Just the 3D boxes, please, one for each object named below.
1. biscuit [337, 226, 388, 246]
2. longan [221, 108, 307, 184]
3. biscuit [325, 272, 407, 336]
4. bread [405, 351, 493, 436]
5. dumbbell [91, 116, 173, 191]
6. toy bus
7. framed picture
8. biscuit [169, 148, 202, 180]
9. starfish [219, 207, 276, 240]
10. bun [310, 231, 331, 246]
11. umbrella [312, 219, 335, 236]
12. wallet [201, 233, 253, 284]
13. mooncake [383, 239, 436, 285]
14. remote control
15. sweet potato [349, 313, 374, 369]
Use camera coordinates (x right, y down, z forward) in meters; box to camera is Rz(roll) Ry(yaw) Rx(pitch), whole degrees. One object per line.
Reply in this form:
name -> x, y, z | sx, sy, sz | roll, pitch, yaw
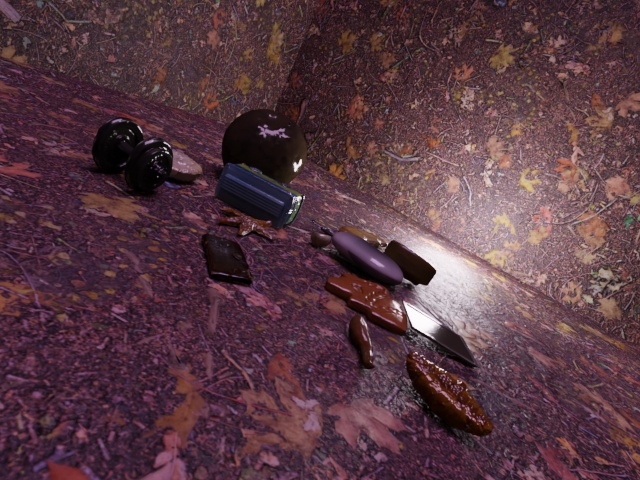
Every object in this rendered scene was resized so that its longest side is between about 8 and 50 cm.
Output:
biscuit -> 0.198, -0.020, 2.094 | 0.154, 0.045, 0.299 | 36, 18, 35
longan -> -0.264, -0.437, 2.093 | 0.404, 0.404, 0.436 | 26, 12, -1
biscuit -> 0.171, 0.193, 1.373 | 0.284, 0.043, 0.306 | 12, 21, -42
bread -> 0.279, 0.352, 0.980 | 0.105, 0.076, 0.233 | -12, 46, -47
dumbbell -> -0.603, -0.276, 1.397 | 0.290, 0.192, 0.192 | 31, 17, 15
toy bus -> -0.240, -0.184, 1.744 | 0.312, 0.152, 0.190 | 28, 15, 9
framed picture -> 0.372, 0.294, 1.366 | 0.252, 0.014, 0.197 | 32, 15, -7
biscuit -> -0.563, -0.302, 1.737 | 0.179, 0.084, 0.281 | 19, 16, -20
starfish -> -0.265, -0.063, 1.526 | 0.241, 0.043, 0.227 | 28, 15, 17
bun -> 0.000, 0.000, 1.700 | 0.086, 0.054, 0.086 | 12, -3, 1
umbrella -> 0.073, -0.013, 1.911 | 0.269, 0.044, 0.044 | 35, -20, 9
wallet -> -0.258, 0.048, 1.195 | 0.122, 0.031, 0.232 | 15, 18, -27
mooncake -> 0.357, 0.093, 1.804 | 0.235, 0.117, 0.235 | 34, 6, -4
remote control -> 0.181, 0.066, 1.679 | 0.332, 0.103, 0.221 | 36, 12, 32
sweet potato -> 0.106, 0.257, 1.069 | 0.050, 0.050, 0.214 | 22, 20, -15
